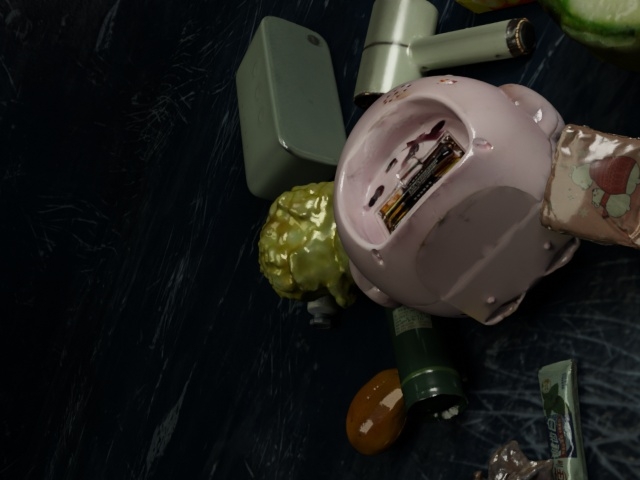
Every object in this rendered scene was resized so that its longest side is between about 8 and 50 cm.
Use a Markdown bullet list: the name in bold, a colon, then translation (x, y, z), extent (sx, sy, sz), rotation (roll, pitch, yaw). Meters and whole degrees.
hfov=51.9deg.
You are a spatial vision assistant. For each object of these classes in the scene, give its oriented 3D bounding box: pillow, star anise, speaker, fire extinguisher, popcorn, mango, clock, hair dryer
- **pillow**: translation (0.390, -0.049, 0.753), extent (0.249, 0.049, 0.135), rotation (14, 91, 25)
- **star anise**: translation (0.240, 0.357, 0.845), extent (0.197, 0.073, 0.212), rotation (-124, 48, -72)
- **speaker**: translation (-0.075, -0.287, 1.472), extent (0.184, 0.183, 0.406), rotation (-44, 45, 44)
- **fire extinguisher**: translation (0.154, 0.137, 1.043), extent (0.118, 0.093, 0.294), rotation (-12, 48, 4)
- **popcorn**: translation (0.000, 0.000, 1.212), extent (0.255, 0.256, 0.195), rotation (39, 154, 27)
- **mango**: translation (0.107, 0.276, 1.076), extent (0.159, 0.084, 0.105), rotation (-47, 39, 2)
- **clock**: translation (0.163, -0.090, 0.965), extent (0.368, 0.251, 0.376), rotation (-49, 32, 19)
- **hair dryer**: translation (0.220, -0.332, 1.139), extent (0.362, 0.128, 0.203), rotation (5, 80, 47)

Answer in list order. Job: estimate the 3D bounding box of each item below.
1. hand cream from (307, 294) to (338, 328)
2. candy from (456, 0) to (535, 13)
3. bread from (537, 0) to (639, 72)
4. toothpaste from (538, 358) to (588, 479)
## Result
- **hand cream**: translation (0.012, 0.041, 1.330), extent (0.095, 0.059, 0.276), rotation (-23, 54, 46)
- **candy**: translation (0.338, -0.457, 1.033), extent (0.276, 0.088, 0.146), rotation (16, 91, 56)
- **bread**: translation (0.421, -0.385, 0.745), extent (0.366, 0.129, 0.381), rotation (-1, 84, 49)
- **toothpaste**: translation (0.311, 0.268, 0.829), extent (0.060, 0.038, 0.233), rotation (-32, 51, 51)
